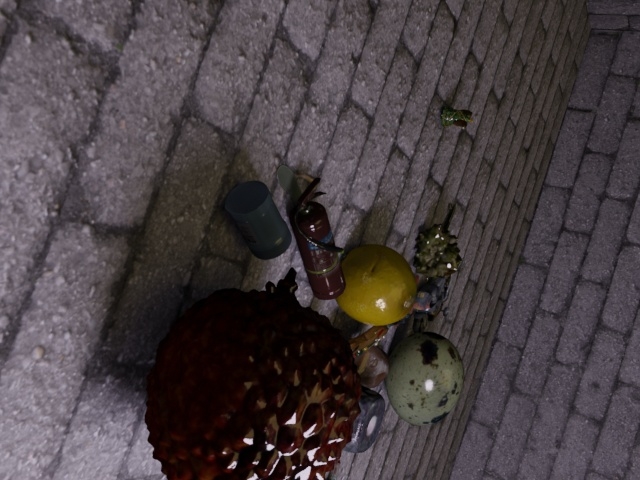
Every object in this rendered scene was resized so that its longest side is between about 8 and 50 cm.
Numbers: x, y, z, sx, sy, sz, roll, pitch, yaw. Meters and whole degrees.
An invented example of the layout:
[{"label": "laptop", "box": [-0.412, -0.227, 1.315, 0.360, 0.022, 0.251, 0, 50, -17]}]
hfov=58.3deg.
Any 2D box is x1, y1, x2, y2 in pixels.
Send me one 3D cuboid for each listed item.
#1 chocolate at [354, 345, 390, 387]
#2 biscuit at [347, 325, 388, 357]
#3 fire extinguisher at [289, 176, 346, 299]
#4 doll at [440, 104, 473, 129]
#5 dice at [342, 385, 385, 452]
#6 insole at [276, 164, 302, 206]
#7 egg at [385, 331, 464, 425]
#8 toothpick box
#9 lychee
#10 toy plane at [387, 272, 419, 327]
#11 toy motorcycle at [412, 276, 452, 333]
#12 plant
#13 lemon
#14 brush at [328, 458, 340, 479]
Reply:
[{"label": "chocolate", "box": [0.175, 0.430, 1.961, 0.261, 0.083, 0.161, 40, 72, -57]}, {"label": "biscuit", "box": [0.118, 0.325, 1.763, 0.197, 0.049, 0.302, -43, 163, 33]}, {"label": "fire extinguisher", "box": [0.000, 0.000, 1.466, 0.141, 0.105, 0.341, -45, 140, -30]}, {"label": "doll", "box": [0.470, -0.434, 1.992, 0.076, 0.113, 0.078, 45, 65, -40]}, {"label": "dice", "box": [0.084, 0.540, 1.779, 0.182, 0.183, 0.181, 25, 81, -59]}, {"label": "insole", "box": [-0.071, -0.130, 1.395, 0.053, 0.002, 0.152, -57, 145, -24]}, {"label": "egg", "box": [0.384, 0.517, 2.128, 0.288, 0.288, 0.379, -26, 122, -50]}, {"label": "toothpick box", "box": [-0.133, -0.043, 1.248, 0.101, 0.101, 0.153, -55, 142, -27]}, {"label": "lychee", "box": [-0.122, 0.280, 1.136, 0.424, 0.425, 0.499, 63, 37, -48]}, {"label": "toy plane", "box": [0.238, 0.211, 1.935, 0.326, 0.104, 0.222, -13, 116, -54]}, {"label": "toy motorcycle", "box": [0.433, 0.233, 2.250, 0.307, 0.108, 0.173, -46, 134, -40]}, {"label": "plant", "box": [0.484, 0.023, 2.180, 0.333, 0.180, 0.251, -26, 136, -54]}, {"label": "lemon", "box": [0.176, 0.138, 1.699, 0.240, 0.219, 0.240, -34, 135, -43]}, {"label": "brush", "box": [0.045, 0.806, 1.953, 0.084, 0.071, 0.300, -16, 118, -67]}]
